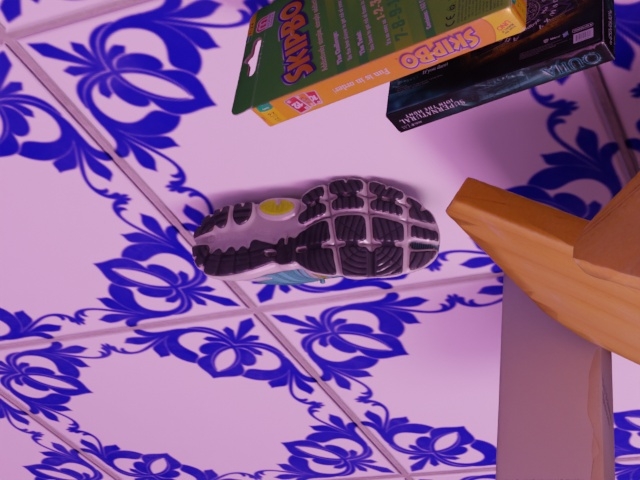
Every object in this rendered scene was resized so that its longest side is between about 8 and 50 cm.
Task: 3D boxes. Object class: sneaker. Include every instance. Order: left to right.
[{"bbox_3d":[0.000,0.000,1.239,0.275,0.107,0.110,-2,164,23],"label":"sneaker"}]

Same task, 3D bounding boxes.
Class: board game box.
[{"bbox_3d":[0.043,-0.176,0.924,0.259,0.124,0.039,-15,140,30],"label":"board game box"},{"bbox_3d":[0.141,-0.165,0.917,0.186,0.126,0.026,-16,138,32],"label":"board game box"}]

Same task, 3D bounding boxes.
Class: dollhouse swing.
[{"bbox_3d":[0.348,-0.015,1.027,0.315,0.305,0.347,-46,132,4],"label":"dollhouse swing"}]

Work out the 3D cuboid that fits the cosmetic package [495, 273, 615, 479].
[{"bbox_3d":[0.259,0.202,1.262,0.113,0.309,0.160,-3,145,18],"label":"cosmetic package"}]
